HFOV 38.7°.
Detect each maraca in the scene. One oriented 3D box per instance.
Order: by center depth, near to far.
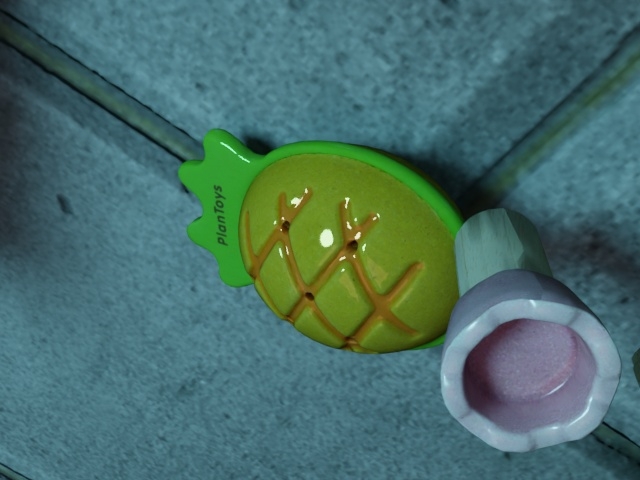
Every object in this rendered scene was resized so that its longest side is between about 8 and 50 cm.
[{"bbox_3d":[0.000,0.000,0.501,0.186,0.099,0.127,16,125,25],"label":"maraca"}]

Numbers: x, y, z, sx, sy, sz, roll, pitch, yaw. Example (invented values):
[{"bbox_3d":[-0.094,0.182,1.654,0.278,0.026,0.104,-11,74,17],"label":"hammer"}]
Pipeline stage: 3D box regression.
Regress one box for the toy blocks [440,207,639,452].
[{"bbox_3d":[0.238,0.035,0.300,0.309,0.260,0.288,31,113,-10],"label":"toy blocks"}]
